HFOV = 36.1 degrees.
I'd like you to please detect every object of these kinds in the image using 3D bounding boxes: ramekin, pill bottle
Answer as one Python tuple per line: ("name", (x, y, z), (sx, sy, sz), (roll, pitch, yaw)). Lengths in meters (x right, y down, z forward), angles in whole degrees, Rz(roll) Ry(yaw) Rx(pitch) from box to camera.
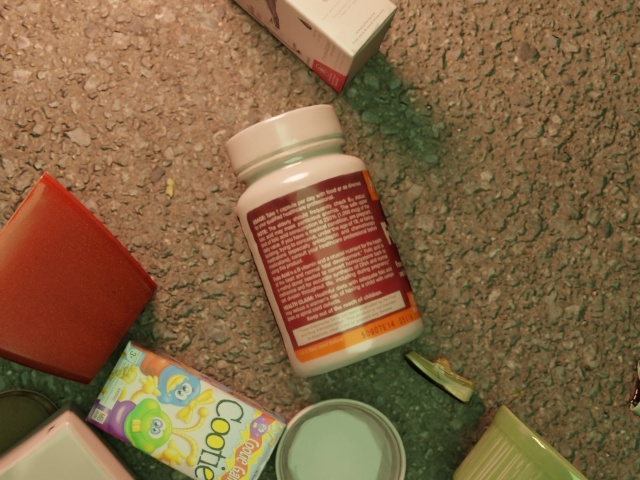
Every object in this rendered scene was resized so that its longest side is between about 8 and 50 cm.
("ramekin", (0.029, 0.355, 1.592), (0.207, 0.109, 0.207), (0, 85, -3))
("ramekin", (0.348, 0.411, 1.520), (0.303, 0.303, 0.148), (42, 91, 1))
("pill bottle", (0.000, 0.000, 1.567), (0.224, 0.224, 0.392), (-19, 87, -6))

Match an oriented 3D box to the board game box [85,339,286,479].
("board game box", (-0.208, 0.285, 1.564), (0.275, 0.144, 0.142), (28, 84, 0))

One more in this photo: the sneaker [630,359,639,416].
("sneaker", (0.627, 0.213, 1.656), (0.151, 0.094, 0.256), (33, 82, 3))

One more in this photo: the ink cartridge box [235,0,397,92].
("ink cartridge box", (-0.028, -0.398, 1.610), (0.283, 0.207, 0.117), (41, 82, 1))

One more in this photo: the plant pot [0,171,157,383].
("plant pot", (-0.404, 0.074, 1.527), (0.236, 0.267, 0.267), (35, 83, -13))

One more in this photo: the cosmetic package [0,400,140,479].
("cosmetic package", (-0.327, 0.496, 1.489), (0.230, 0.161, 0.453), (-38, 99, -6))

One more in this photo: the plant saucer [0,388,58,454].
("plant saucer", (-0.492, 0.318, 1.567), (0.168, 0.029, 0.168), (-3, 95, -36))

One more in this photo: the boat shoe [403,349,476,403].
("boat shoe", (0.201, 0.220, 1.649), (0.135, 0.050, 0.045), (37, 80, -10))
